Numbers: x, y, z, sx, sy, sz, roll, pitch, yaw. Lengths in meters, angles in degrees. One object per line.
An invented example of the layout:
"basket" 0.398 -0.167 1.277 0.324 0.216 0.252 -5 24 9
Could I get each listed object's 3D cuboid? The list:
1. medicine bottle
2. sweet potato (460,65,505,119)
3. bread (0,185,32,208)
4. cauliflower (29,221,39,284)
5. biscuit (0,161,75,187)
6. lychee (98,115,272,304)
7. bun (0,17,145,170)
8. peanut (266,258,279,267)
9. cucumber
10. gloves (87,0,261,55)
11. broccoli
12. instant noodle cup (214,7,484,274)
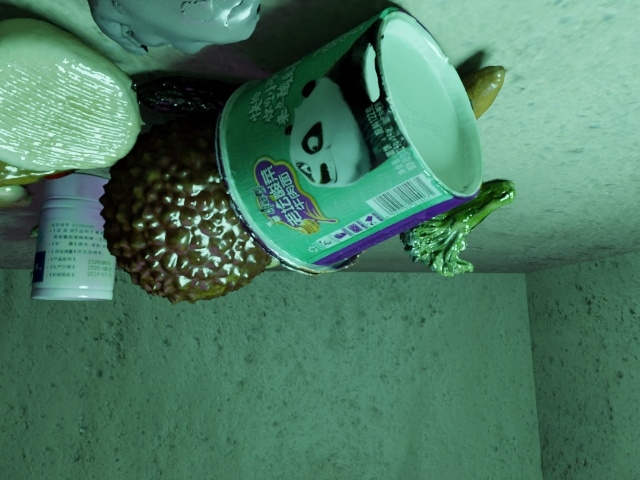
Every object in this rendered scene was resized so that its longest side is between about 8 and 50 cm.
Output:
"medicine bottle" -0.514 -0.002 0.916 0.152 0.254 0.152 0 169 0
"sweet potato" 0.175 -0.171 0.559 0.058 0.055 0.202 40 163 -9
"bread" -0.779 -0.110 0.928 0.250 0.039 0.182 5 169 -24
"cauliflower" -0.769 0.074 1.292 0.315 0.239 0.256 -39 148 13
"biscuit" -0.516 -0.099 0.555 0.381 0.074 0.359 -1 -160 -10
"lychee" -0.176 -0.045 0.636 0.275 0.276 0.304 0 160 -1
"bun" -0.290 -0.156 0.467 0.166 0.113 0.173 -29 149 -2
"peanut" -0.183 -0.018 1.108 0.340 0.158 0.174 -1 132 23
"cucumber" -0.139 -0.177 0.541 0.181 0.053 0.053 5 169 -13
"gloves" -0.093 -0.204 0.289 0.142 0.119 0.285 40 155 -23
"broccoli" 0.309 -0.020 0.981 0.274 0.199 0.177 -9 166 42
"instant noodle cup" 0.045 -0.103 0.464 0.190 0.251 0.251 -20 159 40
